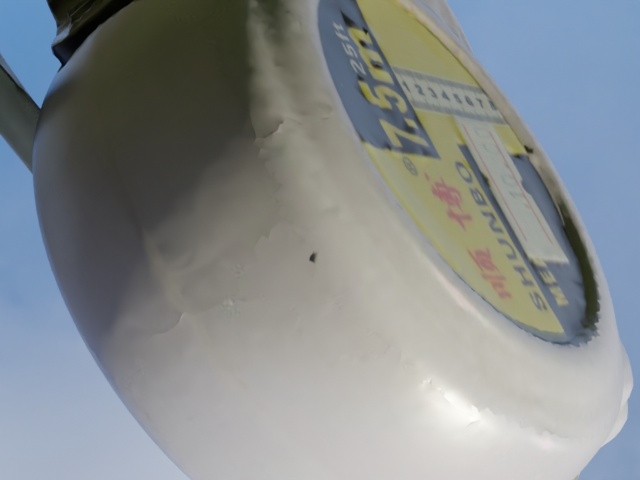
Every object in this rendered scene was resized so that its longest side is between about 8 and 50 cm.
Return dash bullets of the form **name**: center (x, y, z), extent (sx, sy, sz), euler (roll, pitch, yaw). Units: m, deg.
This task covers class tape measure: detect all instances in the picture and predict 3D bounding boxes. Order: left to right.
- **tape measure**: center (-0.003, -0.002, 0.397), extent (0.178, 0.105, 0.196), euler (7, -127, -58)
